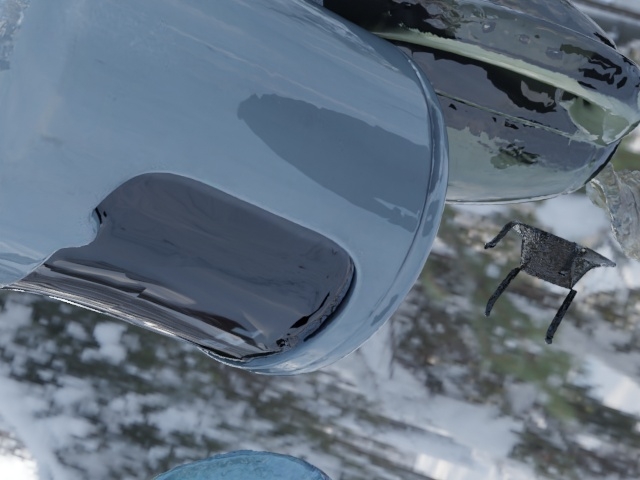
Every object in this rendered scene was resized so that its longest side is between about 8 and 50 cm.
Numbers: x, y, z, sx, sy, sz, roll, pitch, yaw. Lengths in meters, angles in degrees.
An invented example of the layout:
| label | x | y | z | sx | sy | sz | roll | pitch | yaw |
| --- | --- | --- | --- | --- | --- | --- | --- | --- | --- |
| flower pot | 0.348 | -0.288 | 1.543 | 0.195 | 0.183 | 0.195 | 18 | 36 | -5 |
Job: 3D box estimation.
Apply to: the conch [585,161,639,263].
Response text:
| label | x | y | z | sx | sy | sz | roll | pitch | yaw |
| --- | --- | --- | --- | --- | --- | --- | --- | --- | --- |
| conch | 0.387 | -0.007 | 1.267 | 0.163 | 0.245 | 0.178 | -53 | 1 | -6 |

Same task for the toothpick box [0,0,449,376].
| label | x | y | z | sx | sy | sz | roll | pitch | yaw |
| --- | --- | --- | --- | --- | --- | --- | --- | --- | --- |
| toothpick box | -0.121 | -0.081 | 0.668 | 0.355 | 0.263 | 0.263 | 21 | -96 | -40 |

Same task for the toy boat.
| label | x | y | z | sx | sy | sz | roll | pitch | yaw |
| --- | --- | --- | --- | --- | --- | --- | --- | --- | --- |
| toy boat | -0.106 | 0.392 | 1.521 | 0.123 | 0.330 | 0.215 | 63 | -154 | -29 |

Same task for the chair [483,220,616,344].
| label | x | y | z | sx | sy | sz | roll | pitch | yaw |
| --- | --- | --- | --- | --- | --- | --- | --- | --- | --- |
| chair | 0.349 | 0.032 | 1.754 | 0.213 | 0.174 | 0.149 | -42 | -37 | -41 |

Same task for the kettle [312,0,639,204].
| label | x | y | z | sx | sy | sz | roll | pitch | yaw |
| --- | --- | --- | --- | --- | --- | --- | --- | --- | --- |
| kettle | 0.104 | -0.139 | 0.910 | 0.321 | 0.324 | 0.228 | 167 | 118 | -81 |
